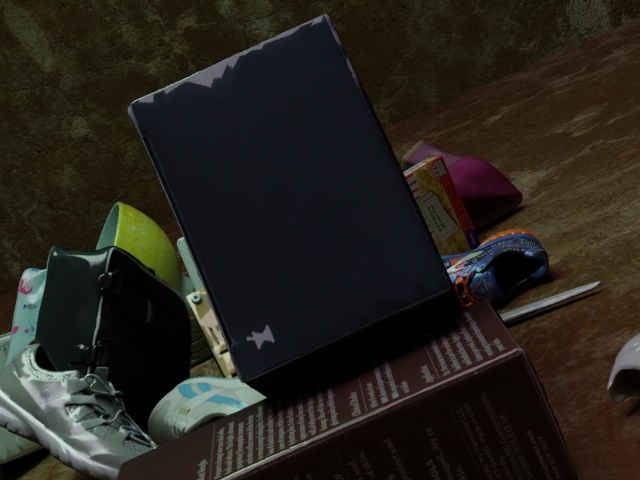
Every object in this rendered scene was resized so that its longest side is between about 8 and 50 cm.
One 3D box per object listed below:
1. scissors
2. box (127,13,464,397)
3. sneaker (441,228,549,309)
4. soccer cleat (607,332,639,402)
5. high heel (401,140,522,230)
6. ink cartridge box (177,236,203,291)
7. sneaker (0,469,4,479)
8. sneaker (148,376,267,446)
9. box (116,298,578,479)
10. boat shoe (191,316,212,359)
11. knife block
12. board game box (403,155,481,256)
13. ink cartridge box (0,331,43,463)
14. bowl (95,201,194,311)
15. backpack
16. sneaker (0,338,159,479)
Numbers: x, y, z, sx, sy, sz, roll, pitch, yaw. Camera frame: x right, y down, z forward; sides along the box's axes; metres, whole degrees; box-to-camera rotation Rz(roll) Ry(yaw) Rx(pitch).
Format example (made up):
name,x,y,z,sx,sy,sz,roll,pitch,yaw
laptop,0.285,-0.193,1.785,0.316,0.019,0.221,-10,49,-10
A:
name,x,y,z,sx,sy,sz,roll,pitch,yaw
scissors,0.180,0.100,1.758,0.297,0.021,0.109,-26,8,2
box,0.000,0.000,1.530,0.212,0.293,0.395,-24,-15,4
sneaker,0.183,0.051,1.844,0.221,0.083,0.087,-29,16,-10
soccer cleat,0.330,0.107,1.275,0.196,0.068,0.076,-15,29,50
high heel,0.147,-0.004,2.196,0.181,0.127,0.377,25,54,17
ink cartridge box,-0.106,0.025,2.366,0.201,0.117,0.278,-23,-4,-4
sneaker,-0.460,0.219,1.759,0.131,0.350,0.148,-17,0,-6
sneaker,-0.134,0.213,1.745,0.228,0.087,0.092,-17,14,45
box,0.013,0.203,1.305,0.381,0.143,0.191,-23,11,2
boat shoe,-0.162,0.137,2.276,0.178,0.064,0.060,-21,0,-22
knife block,-0.086,0.161,1.964,0.088,0.242,0.276,-27,55,-6
board game box,0.119,-0.012,2.122,0.193,0.147,0.045,-31,12,-27
ink cartridge box,-0.497,0.237,2.172,0.232,0.171,0.168,-17,1,36
bowl,-0.294,0.095,2.429,0.156,0.289,0.289,16,1,-14
backpack,-0.273,0.140,1.920,0.191,0.225,0.253,-5,-22,29
sneaker,-0.259,0.199,1.699,0.115,0.281,0.105,-63,-22,-7
